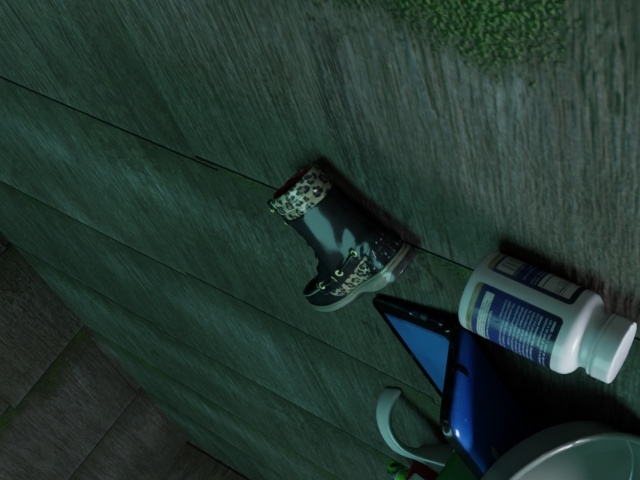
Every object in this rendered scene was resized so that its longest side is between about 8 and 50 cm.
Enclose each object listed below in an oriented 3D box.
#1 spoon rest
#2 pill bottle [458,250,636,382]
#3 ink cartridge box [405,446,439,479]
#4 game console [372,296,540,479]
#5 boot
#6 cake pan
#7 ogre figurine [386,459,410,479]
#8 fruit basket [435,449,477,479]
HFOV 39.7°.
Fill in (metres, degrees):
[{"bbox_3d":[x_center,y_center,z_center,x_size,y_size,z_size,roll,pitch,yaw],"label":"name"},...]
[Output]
[{"bbox_3d":[0.202,0.387,1.627,0.276,0.084,0.137,44,158,-13],"label":"spoon rest"},{"bbox_3d":[0.242,0.084,0.946,0.169,0.094,0.094,25,155,28],"label":"pill bottle"},{"bbox_3d":[0.280,0.545,1.674,0.296,0.261,0.066,36,128,2],"label":"ink cartridge box"},{"bbox_3d":[0.186,0.246,1.269,0.173,0.250,0.293,-14,131,30],"label":"game console"},{"bbox_3d":[0.001,-0.001,1.159,0.178,0.085,0.236,44,151,-10],"label":"boot"},{"bbox_3d":[0.316,0.352,1.166,0.293,0.293,0.054,53,-177,-34],"label":"cake pan"},{"bbox_3d":[0.234,0.543,1.888,0.197,0.097,0.118,56,174,-6],"label":"ogre figurine"},{"bbox_3d":[0.369,0.502,1.472,0.392,0.283,0.392,12,-166,-3],"label":"fruit basket"}]
